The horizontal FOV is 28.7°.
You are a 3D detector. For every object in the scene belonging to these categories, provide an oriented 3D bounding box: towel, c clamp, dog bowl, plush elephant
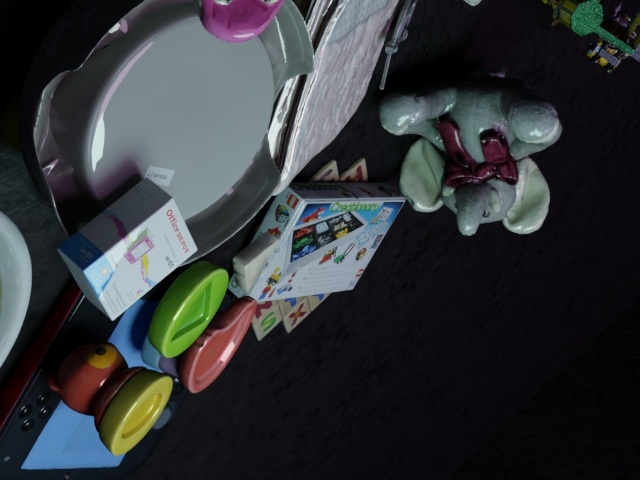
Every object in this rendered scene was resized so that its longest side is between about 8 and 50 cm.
[{"bbox_3d":[0.031,-0.246,1.610,0.332,0.053,0.317,-50,164,-57],"label":"towel"},{"bbox_3d":[0.112,-0.300,1.757,0.160,0.022,0.137,-63,171,-62],"label":"c clamp"},{"bbox_3d":[-0.167,-0.139,1.345,0.349,0.102,0.348,-28,136,-31],"label":"dog bowl"},{"bbox_3d":[0.248,-0.125,1.992,0.330,0.272,0.255,-48,140,-68],"label":"plush elephant"}]

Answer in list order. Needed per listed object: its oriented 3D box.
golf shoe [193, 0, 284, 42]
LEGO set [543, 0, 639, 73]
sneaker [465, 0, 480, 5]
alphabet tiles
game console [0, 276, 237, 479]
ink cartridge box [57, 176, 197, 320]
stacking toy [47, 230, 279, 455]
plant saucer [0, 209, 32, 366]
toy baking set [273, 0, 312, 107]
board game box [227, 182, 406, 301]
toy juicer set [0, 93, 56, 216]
[{"bbox_3d":[-0.086,-0.330,1.219,0.115,0.306,0.140,6,168,-21],"label":"golf shoe"},{"bbox_3d":[0.516,-0.471,2.141,0.255,0.192,0.331,16,111,-30],"label":"LEGO set"},{"bbox_3d":[0.240,-0.417,1.677,0.146,0.102,0.293,-50,175,35],"label":"sneaker"},{"bbox_3d":[-0.018,0.018,2.043,0.285,0.011,0.342,-42,153,-17],"label":"alphabet tiles"},{"bbox_3d":[-0.296,0.200,1.784,0.342,0.060,0.386,-55,154,8],"label":"game console"},{"bbox_3d":[-0.198,0.008,1.297,0.122,0.052,0.088,-42,142,-19],"label":"ink cartridge box"},{"bbox_3d":[-0.206,0.101,1.649,0.309,0.130,0.279,-33,152,-58],"label":"stacking toy"},{"bbox_3d":[-0.490,0.095,1.293,0.400,0.100,0.400,-37,151,-25],"label":"plant saucer"},{"bbox_3d":[-0.012,-0.287,1.541,0.197,0.030,0.256,-59,172,-58],"label":"toy baking set"},{"bbox_3d":[0.000,0.000,1.976,0.305,0.053,0.193,-3,128,-57],"label":"board game box"},{"bbox_3d":[-0.229,-0.092,1.477,0.209,0.089,0.329,-43,142,-17],"label":"toy juicer set"}]
